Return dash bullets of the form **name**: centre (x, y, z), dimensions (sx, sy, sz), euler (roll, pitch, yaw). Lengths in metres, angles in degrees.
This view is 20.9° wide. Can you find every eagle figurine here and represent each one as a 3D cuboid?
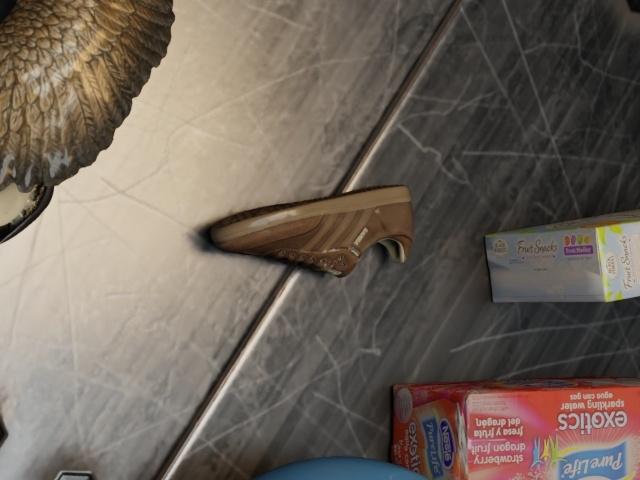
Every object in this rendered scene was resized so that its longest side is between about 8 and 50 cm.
- **eagle figurine**: centre (-0.202, -0.203, 1.259), dimensions (0.226, 0.225, 0.298), euler (32, 42, -11)

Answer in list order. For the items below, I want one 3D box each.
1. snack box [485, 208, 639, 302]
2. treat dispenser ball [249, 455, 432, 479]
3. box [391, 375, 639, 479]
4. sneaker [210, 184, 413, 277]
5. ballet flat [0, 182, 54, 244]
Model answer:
- **snack box**: centre (0.280, 0.009, 1.540), dimensions (0.207, 0.174, 0.070), euler (-10, 93, -28)
- **treat dispenser ball**: centre (0.016, 0.311, 1.336), dimensions (0.288, 0.288, 0.288), euler (0, 89, -27)
- **box**: centre (0.201, 0.185, 1.522), dimensions (0.256, 0.128, 0.123), euler (1, 89, -28)
- **sneaker**: centre (0.000, 0.000, 1.455), dimensions (0.188, 0.066, 0.071), euler (-12, 96, -27)
- **ballet flat**: centre (-0.282, -0.002, 1.307), dimensions (0.203, 0.074, 0.074), euler (-37, 106, -23)
